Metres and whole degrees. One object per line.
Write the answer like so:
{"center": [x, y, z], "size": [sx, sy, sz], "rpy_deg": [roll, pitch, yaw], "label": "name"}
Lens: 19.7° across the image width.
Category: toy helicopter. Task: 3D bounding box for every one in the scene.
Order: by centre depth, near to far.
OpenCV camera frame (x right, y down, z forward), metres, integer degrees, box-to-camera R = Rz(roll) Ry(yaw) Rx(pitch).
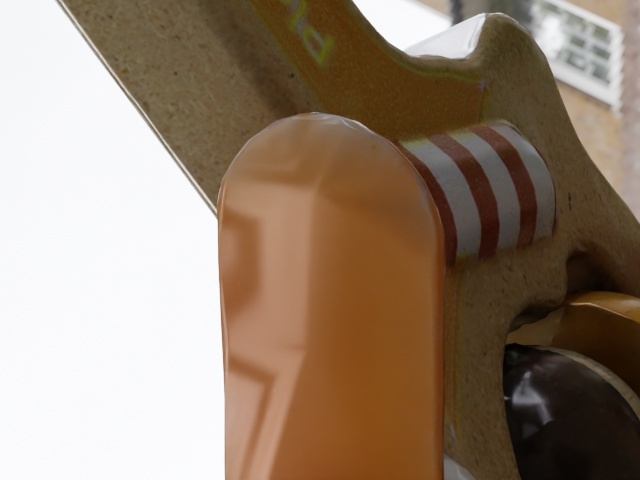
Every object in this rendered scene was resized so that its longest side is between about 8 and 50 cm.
{"center": [0.000, 0.000, 0.403], "size": [0.355, 0.140, 0.235], "rpy_deg": [53, -145, -20], "label": "toy helicopter"}
